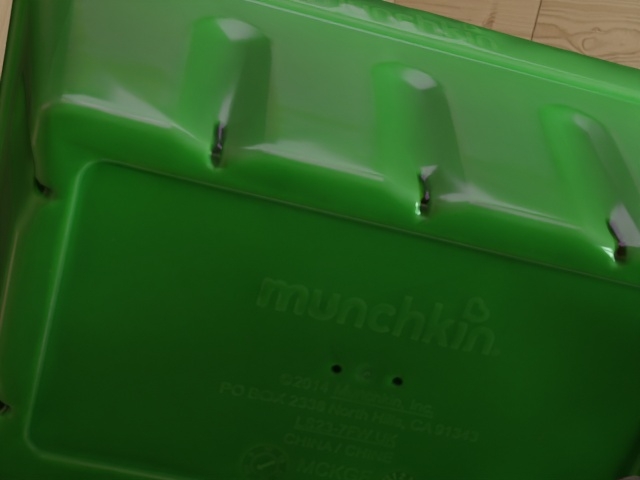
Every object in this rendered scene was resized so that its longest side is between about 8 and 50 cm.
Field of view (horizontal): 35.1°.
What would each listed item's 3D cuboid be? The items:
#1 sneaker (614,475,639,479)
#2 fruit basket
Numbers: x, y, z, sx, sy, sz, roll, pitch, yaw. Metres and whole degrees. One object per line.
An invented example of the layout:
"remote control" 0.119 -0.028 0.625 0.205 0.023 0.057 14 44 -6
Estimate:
"sneaker" 0.087 0.113 0.318 0.064 0.086 0.192 12 4 -26
"fruit basket" 0.000 0.000 0.568 0.392 0.283 0.392 15 22 -6
